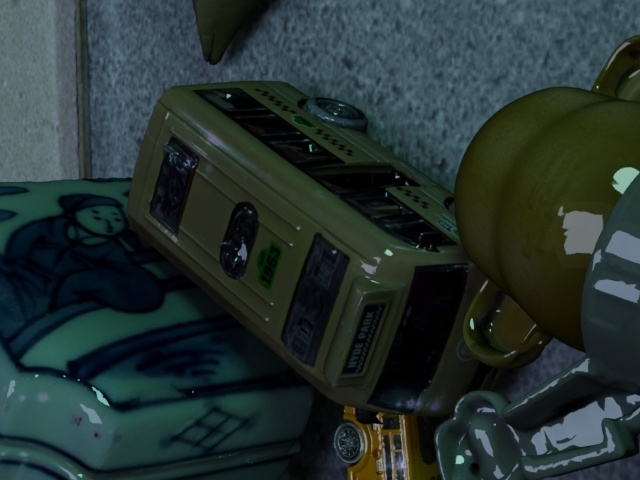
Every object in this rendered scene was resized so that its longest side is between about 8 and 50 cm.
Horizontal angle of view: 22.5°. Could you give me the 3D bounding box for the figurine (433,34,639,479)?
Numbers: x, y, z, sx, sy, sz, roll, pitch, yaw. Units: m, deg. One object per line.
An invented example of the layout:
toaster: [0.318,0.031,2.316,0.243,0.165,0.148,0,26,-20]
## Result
figurine: [0.190,0.006,0.884,0.285,0.167,0.342,29,69,40]

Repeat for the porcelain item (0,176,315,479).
porcelain item: [-0.161,0.079,1.189,0.286,0.281,0.157,48,126,37]

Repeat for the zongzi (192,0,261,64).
zongzi: [-0.039,-0.211,1.198,0.160,0.078,0.176,14,112,46]

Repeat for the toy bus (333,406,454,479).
toy bus: [0.061,0.189,1.107,0.074,0.069,0.162,-9,84,47]

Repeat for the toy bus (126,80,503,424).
toy bus: [0.000,0.000,1.098,0.289,0.157,0.139,39,120,39]
